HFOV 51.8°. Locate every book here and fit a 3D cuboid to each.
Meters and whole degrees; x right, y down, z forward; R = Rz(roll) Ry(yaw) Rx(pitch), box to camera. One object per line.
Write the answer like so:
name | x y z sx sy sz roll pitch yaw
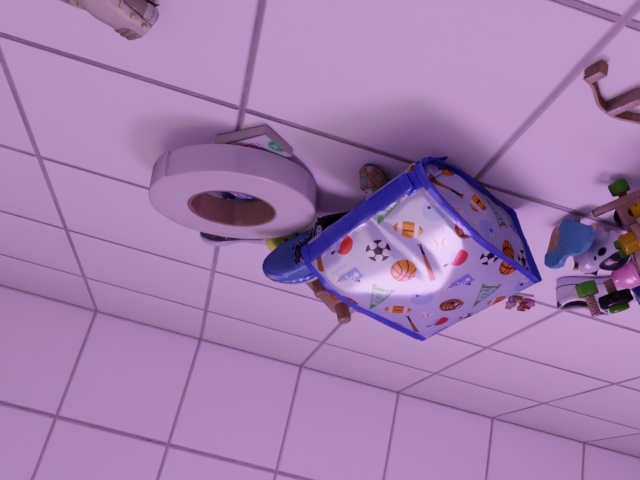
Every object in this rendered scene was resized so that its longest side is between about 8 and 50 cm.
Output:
book | -0.144 -0.202 1.419 0.144 0.035 0.096 -6 153 35

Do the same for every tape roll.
tape roll | -0.202 -0.103 1.539 0.393 0.071 0.392 4 160 1

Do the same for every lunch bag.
lunch bag | 0.199 0.009 1.354 0.386 0.238 0.328 25 130 -39

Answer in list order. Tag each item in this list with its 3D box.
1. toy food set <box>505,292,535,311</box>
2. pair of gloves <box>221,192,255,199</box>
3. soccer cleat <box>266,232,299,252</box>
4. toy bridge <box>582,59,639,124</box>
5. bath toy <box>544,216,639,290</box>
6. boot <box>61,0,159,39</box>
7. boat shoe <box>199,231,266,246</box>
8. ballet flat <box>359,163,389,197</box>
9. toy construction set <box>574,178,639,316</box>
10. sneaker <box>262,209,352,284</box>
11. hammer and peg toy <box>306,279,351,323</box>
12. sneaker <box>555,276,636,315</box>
toy food set | 0.574 0.184 1.889 0.078 0.019 0.122 8 155 13
pair of gloves | -0.217 -0.149 1.579 0.159 0.023 0.198 19 155 -11
soccer cleat | -0.052 0.056 1.801 0.121 0.093 0.289 -30 145 33
toy bridge | 0.484 -0.219 1.049 0.188 0.026 0.063 25 156 -24
bath toy | 0.672 0.058 1.435 0.349 0.128 0.151 18 -170 -8
boot | -0.322 -0.398 1.025 0.165 0.077 0.213 29 157 -29
boat shoe | -0.226 -0.032 1.775 0.229 0.080 0.076 4 148 17
ballet flat | 0.140 -0.091 1.461 0.073 0.067 0.206 -4 151 36
toy construction set | 0.611 -0.030 1.153 0.258 0.237 0.309 3 155 -46
sneaker | 0.000 0.000 1.562 0.330 0.129 0.147 -25 154 15
hammer and peg toy | 0.152 0.071 1.706 0.362 0.127 0.266 -22 146 12
sneaker | 0.717 0.144 1.638 0.258 0.091 0.094 -5 150 36
